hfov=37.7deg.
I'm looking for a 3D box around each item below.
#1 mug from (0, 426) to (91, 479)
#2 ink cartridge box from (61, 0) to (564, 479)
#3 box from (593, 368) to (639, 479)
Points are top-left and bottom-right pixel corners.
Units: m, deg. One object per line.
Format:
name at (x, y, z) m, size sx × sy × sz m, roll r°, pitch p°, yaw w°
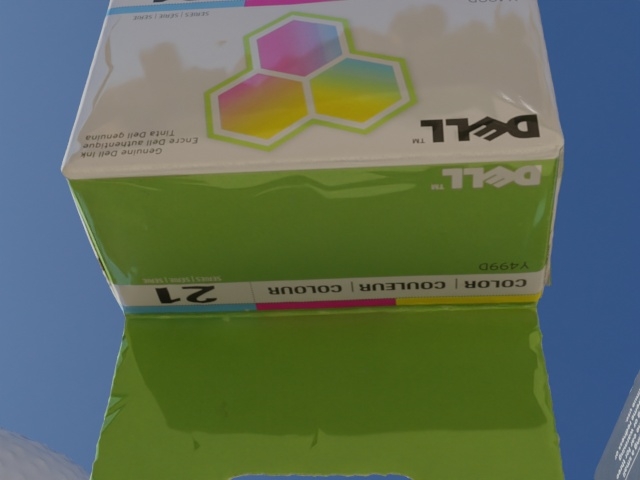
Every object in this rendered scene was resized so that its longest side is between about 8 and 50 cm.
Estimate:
mug at (-0.277, 0.263, 0.688) m, size 0.374 × 0.328 × 0.276 m, roll -6°, pitch -108°, yaw 36°
ink cartridge box at (0.000, 0.000, 0.368) m, size 0.188 × 0.255 × 0.097 m, roll -2°, pitch -42°, yaw 5°
box at (0.370, 0.218, 0.568) m, size 0.293 × 0.395 × 0.212 m, roll 14°, pitch -66°, yaw -1°
